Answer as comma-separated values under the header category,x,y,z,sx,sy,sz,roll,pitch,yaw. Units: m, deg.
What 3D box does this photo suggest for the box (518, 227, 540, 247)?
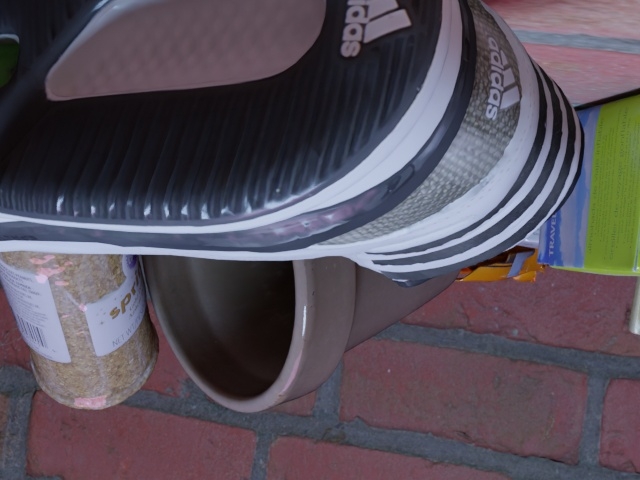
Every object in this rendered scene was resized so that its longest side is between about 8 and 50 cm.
category,x,y,z,sx,sy,sz,roll,pitch,yaw
box,0.210,-0.034,1.126,0.101,0.087,0.102,9,179,-7

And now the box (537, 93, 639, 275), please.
category,x,y,z,sx,sy,sz,roll,pitch,yaw
box,0.187,-0.032,0.846,0.042,0.109,0.178,7,179,-9

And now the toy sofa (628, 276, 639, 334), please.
category,x,y,z,sx,sy,sz,roll,pitch,yaw
toy sofa,0.349,0.059,0.931,0.177,0.150,0.362,5,-165,-3

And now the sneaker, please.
category,x,y,z,sx,sy,sz,roll,pitch,yaw
sneaker,-0.097,-0.038,0.601,0.447,0.169,0.257,5,169,33

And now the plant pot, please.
category,x,y,z,sx,sy,sz,roll,pitch,yaw
plant pot,0.000,0.000,1.171,0.229,0.263,0.263,-11,-170,-35

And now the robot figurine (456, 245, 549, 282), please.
category,x,y,z,sx,sy,sz,roll,pitch,yaw
robot figurine,0.113,-0.013,1.494,0.291,0.085,0.211,1,-153,-33

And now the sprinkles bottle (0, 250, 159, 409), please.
category,x,y,z,sx,sy,sz,roll,pitch,yaw
sprinkles bottle,-0.209,0.005,1.089,0.121,0.121,0.355,8,145,6
